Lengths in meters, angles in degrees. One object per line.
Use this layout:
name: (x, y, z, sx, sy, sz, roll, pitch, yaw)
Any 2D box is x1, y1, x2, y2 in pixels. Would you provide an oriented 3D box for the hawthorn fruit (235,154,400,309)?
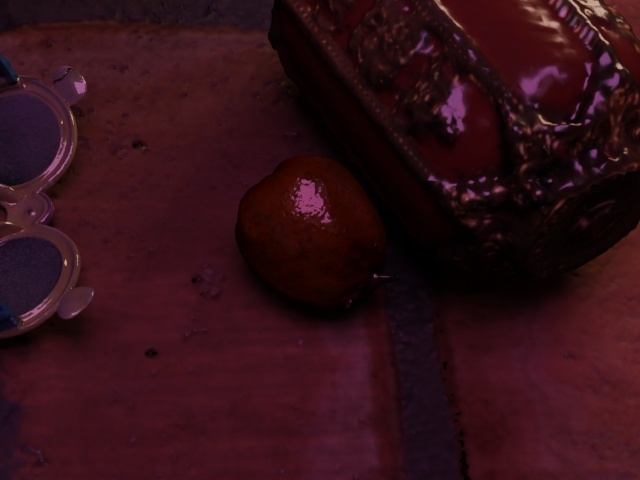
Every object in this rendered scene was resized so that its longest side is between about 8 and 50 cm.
hawthorn fruit: (0.000, 0.000, 0.963, 0.081, 0.081, 0.093, -32, 72, -23)

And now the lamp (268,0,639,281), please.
lamp: (0.084, -0.102, 0.991, 0.177, 0.177, 0.274, -25, 57, -19)

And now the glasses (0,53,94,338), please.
glasses: (-0.230, -0.057, 0.932, 0.088, 0.220, 0.189, -27, 51, 26)
